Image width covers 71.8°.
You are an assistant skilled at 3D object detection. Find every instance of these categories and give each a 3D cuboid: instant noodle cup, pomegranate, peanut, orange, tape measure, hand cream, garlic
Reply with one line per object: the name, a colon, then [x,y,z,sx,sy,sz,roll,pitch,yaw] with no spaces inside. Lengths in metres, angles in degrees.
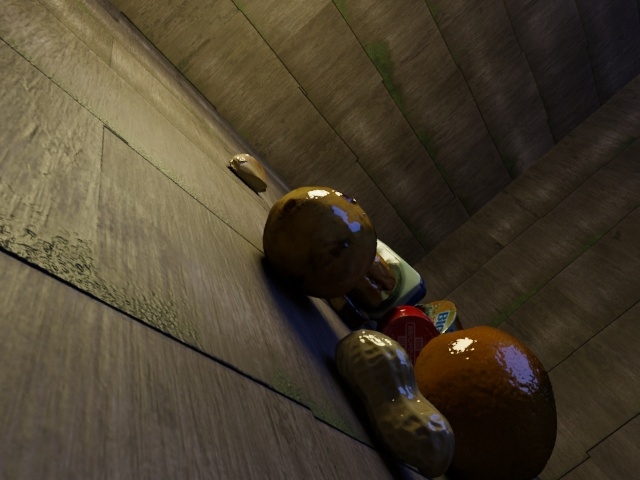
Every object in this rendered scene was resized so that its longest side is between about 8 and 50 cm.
instant noodle cup: [0.479,0.418,1.820,0.214,0.296,0.296,55,4,-12]
pomegranate: [0.000,0.000,1.060,0.281,0.281,0.281,48,6,-7]
peanut: [0.131,0.276,0.798,0.120,0.136,0.298,0,39,-35]
orange: [0.387,0.390,1.060,0.322,0.322,0.356,39,38,-57]
tape measure: [0.216,0.154,1.603,0.259,0.262,0.138,44,-6,39]
hand cream: [0.267,0.303,1.362,0.193,0.193,0.125,48,6,-6]
garlic: [-0.272,-0.267,1.654,0.195,0.087,0.101,45,19,-50]

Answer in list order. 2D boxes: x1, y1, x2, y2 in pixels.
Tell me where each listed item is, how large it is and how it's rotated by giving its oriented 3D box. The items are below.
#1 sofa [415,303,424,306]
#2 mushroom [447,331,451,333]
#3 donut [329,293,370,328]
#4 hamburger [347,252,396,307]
sofa: [0.422,0.327,2.370,0.200,0.182,0.258,51,6,26]
mushroom: [0.421,0.457,1.594,0.267,0.190,0.164,60,21,-25]
donut: [0.084,0.201,1.318,0.140,0.059,0.140,47,6,-6]
hamburger: [0.093,0.083,1.413,0.319,0.158,0.318,35,-10,7]
